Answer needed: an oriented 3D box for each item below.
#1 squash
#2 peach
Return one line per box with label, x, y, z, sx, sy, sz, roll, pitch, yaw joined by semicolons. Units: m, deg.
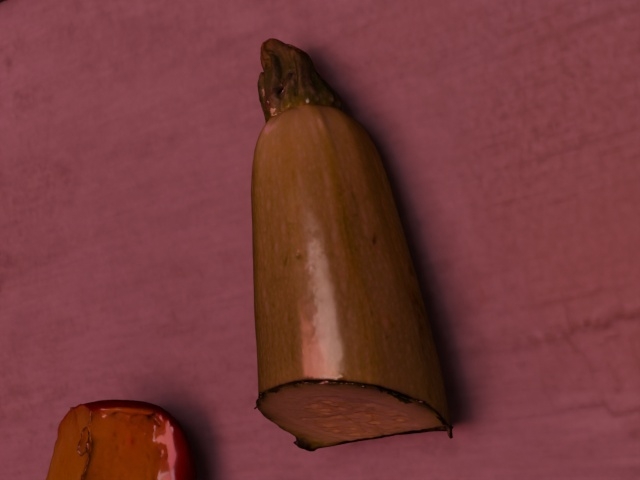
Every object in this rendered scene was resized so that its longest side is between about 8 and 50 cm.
squash;0.003;0.000;0.966;0.137;0.137;0.287;-9;90;44
peach;-0.159;0.194;1.164;0.151;0.118;0.151;28;142;24
